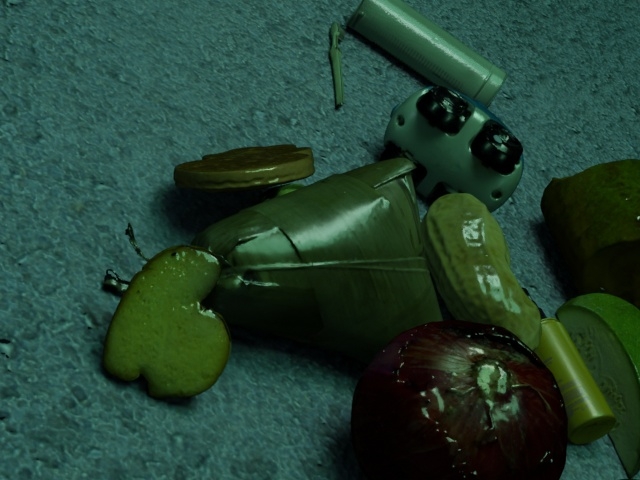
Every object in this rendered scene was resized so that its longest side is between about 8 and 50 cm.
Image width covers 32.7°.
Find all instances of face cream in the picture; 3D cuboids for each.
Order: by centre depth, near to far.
[{"bbox_3d":[0.368,0.187,1.720,0.078,0.078,0.273,8,43,-34],"label":"face cream"}]

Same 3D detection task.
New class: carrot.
[{"bbox_3d":[0.543,-0.024,1.974,0.241,0.241,0.341,16,40,-26],"label":"carrot"}]

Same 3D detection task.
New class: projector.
[{"bbox_3d":[0.221,-0.392,2.250,0.337,0.108,0.108,34,35,-2],"label":"projector"}]

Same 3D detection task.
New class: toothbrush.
[{"bbox_3d":[0.033,-0.342,2.104,0.028,0.026,0.294,37,31,-25],"label":"toothbrush"}]

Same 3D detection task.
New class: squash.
[{"bbox_3d":[0.468,0.208,1.754,0.203,0.111,0.289,35,36,1],"label":"squash"}]

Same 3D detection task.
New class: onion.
[{"bbox_3d":[0.171,0.230,1.370,0.276,0.276,0.276,22,37,-18],"label":"onion"}]

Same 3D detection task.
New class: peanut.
[{"bbox_3d":[0.252,0.057,1.728,0.147,0.147,0.306,10,43,-31],"label":"peanut"}]

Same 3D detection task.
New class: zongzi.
[{"bbox_3d":[-0.021,0.114,1.455,0.447,0.181,0.418,-20,90,-30],"label":"zongzi"}]

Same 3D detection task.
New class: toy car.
[{"bbox_3d":[0.240,-0.164,1.932,0.255,0.188,0.190,37,28,6],"label":"toy car"}]

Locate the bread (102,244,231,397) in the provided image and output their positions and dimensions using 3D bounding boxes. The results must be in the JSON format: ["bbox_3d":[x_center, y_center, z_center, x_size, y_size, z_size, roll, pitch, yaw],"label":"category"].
[{"bbox_3d":[-0.173,0.101,1.331,0.149,0.065,0.188,27,79,-4],"label":"bread"}]

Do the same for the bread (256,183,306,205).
[{"bbox_3d":[0.000,0.000,1.671,0.228,0.033,0.228,23,35,-17],"label":"bread"}]

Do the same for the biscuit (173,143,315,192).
[{"bbox_3d":[-0.106,-0.105,1.600,0.202,0.044,0.289,-4,9,5],"label":"biscuit"}]

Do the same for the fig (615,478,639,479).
[{"bbox_3d":[0.398,0.393,1.498,0.156,0.123,0.123,-11,43,3],"label":"fig"}]
